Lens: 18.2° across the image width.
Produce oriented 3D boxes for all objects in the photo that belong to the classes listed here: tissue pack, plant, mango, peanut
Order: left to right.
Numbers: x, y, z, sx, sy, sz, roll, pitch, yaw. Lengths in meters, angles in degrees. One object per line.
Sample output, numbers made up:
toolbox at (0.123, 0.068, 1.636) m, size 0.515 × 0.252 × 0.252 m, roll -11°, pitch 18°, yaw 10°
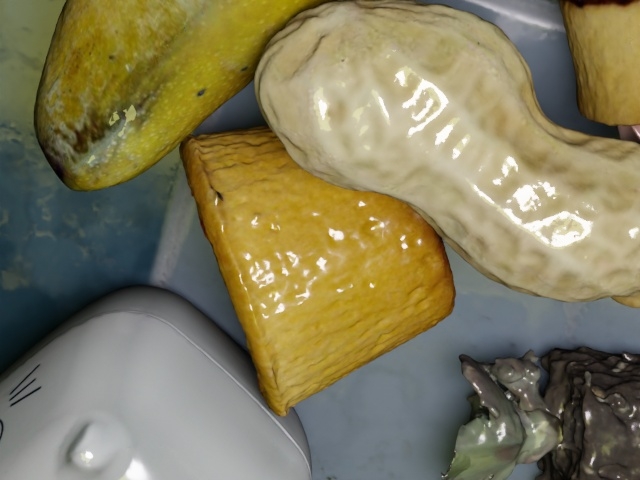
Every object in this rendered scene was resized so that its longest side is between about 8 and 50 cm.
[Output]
tissue pack at (-0.173, 0.207, 1.380) m, size 0.229 × 0.236 × 0.333 m, roll 43°, pitch 104°, yaw -11°
mango at (-0.070, -0.179, 1.291) m, size 0.176 × 0.176 × 0.329 m, roll 34°, pitch 108°, yaw 6°
peanut at (0.102, -0.055, 1.228) m, size 0.298 × 0.120 × 0.136 m, roll 32°, pitch 114°, yaw -8°
plant at (0.185, 0.140, 1.401) m, size 0.203 × 0.131 × 0.142 m, roll -3°, pitch 110°, yaw 5°

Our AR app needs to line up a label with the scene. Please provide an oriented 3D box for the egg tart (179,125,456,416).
egg tart at (0.000, 0.000, 1.340) m, size 0.147 × 0.202 × 0.202 m, roll -20°, pitch 105°, yaw -2°

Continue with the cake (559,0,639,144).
cake at (0.256, -0.110, 1.299) m, size 0.185 × 0.207 × 0.178 m, roll -13°, pitch 115°, yaw -6°
